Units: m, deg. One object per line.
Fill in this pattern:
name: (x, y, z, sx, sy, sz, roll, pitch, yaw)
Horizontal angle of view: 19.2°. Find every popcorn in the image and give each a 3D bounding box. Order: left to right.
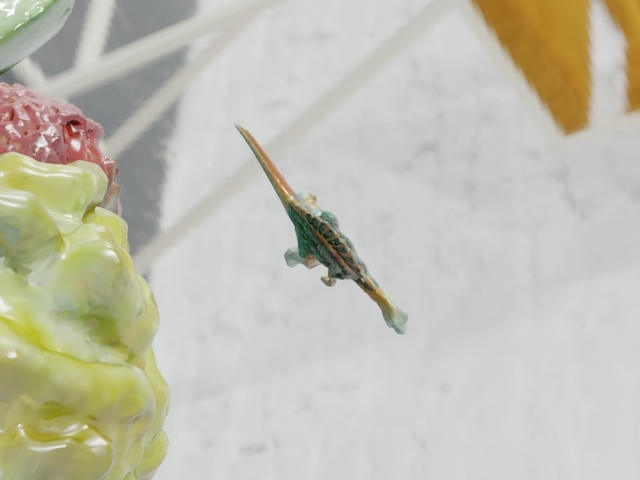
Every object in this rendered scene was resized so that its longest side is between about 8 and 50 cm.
popcorn: (-0.229, 0.072, 1.173, 0.312, 0.312, 0.312, 47, 33, -43)

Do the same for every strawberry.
strawberry: (-0.331, -0.029, 1.947, 0.261, 0.257, 0.261, -57, 158, -37)

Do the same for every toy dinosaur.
toy dinosaur: (0.003, -0.003, 1.407, 0.106, 0.044, 0.187, 39, -20, 50)

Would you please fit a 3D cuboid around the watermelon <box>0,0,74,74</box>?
watermelon: (-0.213, -0.083, 0.756, 0.146, 0.231, 0.128, -49, 120, -18)
